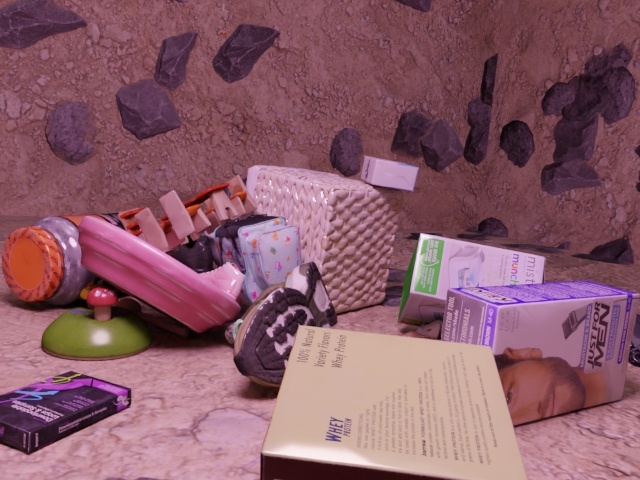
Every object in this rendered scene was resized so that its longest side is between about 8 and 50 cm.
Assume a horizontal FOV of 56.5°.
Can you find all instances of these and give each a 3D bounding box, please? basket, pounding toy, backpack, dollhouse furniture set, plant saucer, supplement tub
[{"bbox_3d":[0.000,0.000,1.474,0.266,0.328,0.331,16,11,36],"label":"basket"},{"bbox_3d":[-0.374,0.126,1.064,0.183,0.110,0.237,9,9,28],"label":"pounding toy"},{"bbox_3d":[-0.124,0.050,1.264,0.144,0.188,0.166,8,17,35],"label":"backpack"},{"bbox_3d":[-0.310,-0.059,1.301,0.259,0.135,0.262,-28,1,26],"label":"dollhouse furniture set"},{"bbox_3d":[-0.310,0.077,1.105,0.332,0.084,0.332,28,-14,8],"label":"plant saucer"},{"bbox_3d":[-0.524,0.037,1.337,0.193,0.194,0.316,8,8,26],"label":"supplement tub"}]

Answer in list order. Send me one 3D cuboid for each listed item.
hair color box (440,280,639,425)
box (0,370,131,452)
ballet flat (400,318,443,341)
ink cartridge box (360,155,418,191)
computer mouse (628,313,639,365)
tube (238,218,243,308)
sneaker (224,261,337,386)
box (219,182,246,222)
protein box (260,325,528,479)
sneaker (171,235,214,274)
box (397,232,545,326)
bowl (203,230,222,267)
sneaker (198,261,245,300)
[{"bbox_3d":[0.340,0.166,0.918,0.338,0.185,0.110,0,10,-31],"label":"hair color box"},{"bbox_3d":[-0.340,0.210,0.754,0.116,0.029,0.162,8,9,24],"label":"box"},{"bbox_3d":[0.250,0.187,1.151,0.206,0.067,0.073,6,8,13],"label":"ballet flat"},{"bbox_3d":[0.163,-0.167,1.463,0.104,0.062,0.181,10,10,-8],"label":"ink cartridge box"},{"bbox_3d":[0.697,0.203,1.296,0.188,0.072,0.272,3,8,-7],"label":"computer mouse"},{"bbox_3d":[-0.184,0.057,1.353,0.052,0.207,0.080,14,-1,-36],"label":"tube"},{"bbox_3d":[-0.090,0.165,1.043,0.182,0.158,0.410,-26,2,14],"label":"sneaker"},{"bbox_3d":[-0.144,-0.058,2.048,0.395,0.212,0.293,5,-4,-1],"label":"box"},{"bbox_3d":[0.061,0.195,0.551,0.201,0.136,0.200,6,22,5],"label":"protein box"},{"bbox_3d":[-0.399,0.036,1.677,0.286,0.130,0.109,8,10,33],"label":"sneaker"},{"bbox_3d":[0.284,0.100,1.173,0.231,0.127,0.262,12,-18,5],"label":"box"},{"bbox_3d":[-0.188,0.045,1.702,0.297,0.134,0.298,4,6,0],"label":"bowl"},{"bbox_3d":[-0.200,0.075,1.191,0.134,0.070,0.051,14,-19,43],"label":"sneaker"}]
